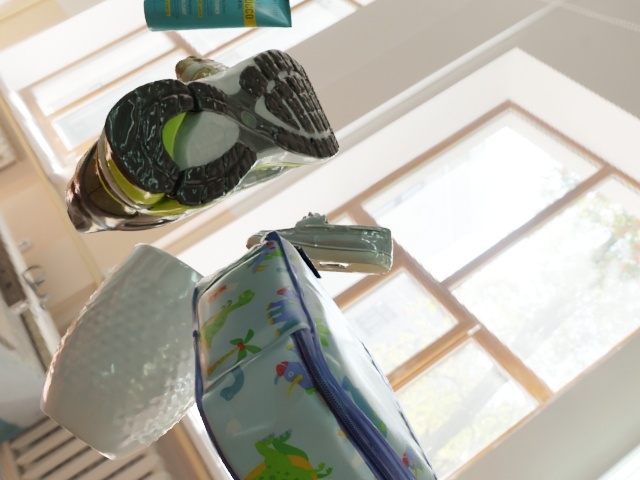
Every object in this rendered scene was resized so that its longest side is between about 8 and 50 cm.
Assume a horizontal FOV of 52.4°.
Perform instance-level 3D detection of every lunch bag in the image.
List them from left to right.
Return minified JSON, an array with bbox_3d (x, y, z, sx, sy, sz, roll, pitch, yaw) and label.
[{"bbox_3d":[-0.004,0.103,0.432,0.176,0.090,0.219,57,1,-23],"label":"lunch bag"}]

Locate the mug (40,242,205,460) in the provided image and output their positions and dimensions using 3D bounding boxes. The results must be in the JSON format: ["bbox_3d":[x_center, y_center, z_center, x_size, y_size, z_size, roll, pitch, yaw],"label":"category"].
[{"bbox_3d":[-0.358,0.216,1.233,0.276,0.328,0.374,45,-23,-22],"label":"mug"}]

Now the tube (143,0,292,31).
[{"bbox_3d":[-0.145,-0.333,0.930,0.052,0.207,0.080,33,54,-86],"label":"tube"}]

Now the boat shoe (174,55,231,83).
[{"bbox_3d":[-0.154,-0.220,0.872,0.072,0.068,0.190,37,4,-7],"label":"boat shoe"}]

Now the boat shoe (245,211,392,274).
[{"bbox_3d":[0.000,0.000,1.000,0.227,0.081,0.079,6,-19,11],"label":"boat shoe"}]

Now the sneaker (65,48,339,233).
[{"bbox_3d":[-0.089,-0.083,0.546,0.121,0.300,0.111,-22,-87,35],"label":"sneaker"}]
